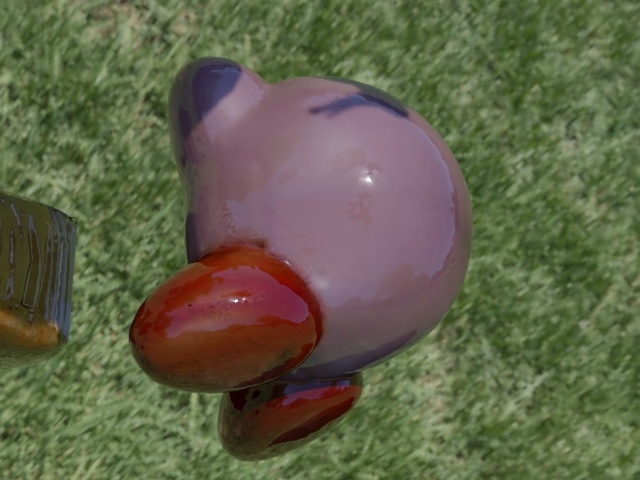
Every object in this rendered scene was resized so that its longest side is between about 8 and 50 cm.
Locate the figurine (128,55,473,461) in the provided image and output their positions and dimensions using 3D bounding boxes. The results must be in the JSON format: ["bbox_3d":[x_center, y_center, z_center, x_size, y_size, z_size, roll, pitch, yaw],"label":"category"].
[{"bbox_3d":[0.005,0.006,0.940,0.211,0.270,0.261,-5,63,11],"label":"figurine"}]

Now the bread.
[{"bbox_3d":[-0.324,0.032,1.050,0.204,0.288,0.156,0,78,14],"label":"bread"}]
